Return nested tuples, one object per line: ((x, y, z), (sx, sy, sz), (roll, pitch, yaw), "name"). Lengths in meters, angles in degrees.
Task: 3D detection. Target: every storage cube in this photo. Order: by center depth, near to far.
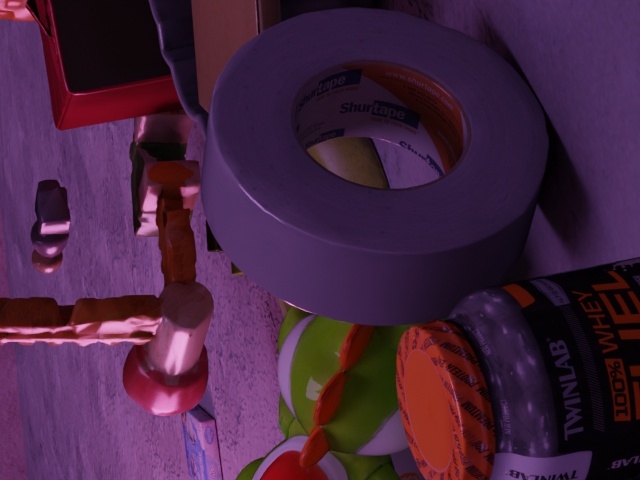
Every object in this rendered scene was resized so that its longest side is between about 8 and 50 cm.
((-0.169, -0.219, 1.832), (0.193, 0.215, 0.184), (147, 111, -78), "storage cube")

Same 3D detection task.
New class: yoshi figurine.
((0.034, 0.137, 1.440), (0.203, 0.203, 0.362), (-102, 25, -52), "yoshi figurine")

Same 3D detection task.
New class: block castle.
((-0.272, -0.046, 1.983), (0.213, 0.303, 0.453), (111, 155, -57), "block castle")

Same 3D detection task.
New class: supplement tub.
((0.144, 0.072, 1.050), (0.117, 0.190, 0.117), (169, 90, -72), "supplement tub")

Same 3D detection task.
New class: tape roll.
((0.034, -0.051, 1.273), (0.072, 0.219, 0.219), (100, 153, -49), "tape roll")

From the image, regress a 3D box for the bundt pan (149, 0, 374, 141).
((-0.048, -0.245, 1.577), (0.331, 0.124, 0.331), (170, 90, -73), "bundt pan")

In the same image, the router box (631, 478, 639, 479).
((0.231, 0.316, 1.098), (0.301, 0.082, 0.335), (-165, 66, -71), "router box")

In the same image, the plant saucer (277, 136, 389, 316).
((0.000, 0.000, 1.676), (0.241, 0.037, 0.241), (171, 90, -67), "plant saucer")

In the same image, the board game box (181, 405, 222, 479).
((-0.139, 0.242, 2.311), (0.090, 0.020, 0.090), (-156, 57, -67), "board game box")

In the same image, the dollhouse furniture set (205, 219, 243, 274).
((-0.044, -0.008, 1.867), (0.151, 0.058, 0.076), (-10, 83, 53), "dollhouse furniture set")

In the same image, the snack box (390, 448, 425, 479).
((0.060, 0.228, 1.600), (0.174, 0.070, 0.207), (131, 128, -66), "snack box")

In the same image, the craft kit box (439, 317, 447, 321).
((0.112, 0.214, 1.253), (0.250, 0.061, 0.247), (-85, -11, -59), "craft kit box")

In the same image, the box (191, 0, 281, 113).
((-0.063, -0.172, 1.428), (0.164, 0.021, 0.201), (-136, 38, -61), "box")
